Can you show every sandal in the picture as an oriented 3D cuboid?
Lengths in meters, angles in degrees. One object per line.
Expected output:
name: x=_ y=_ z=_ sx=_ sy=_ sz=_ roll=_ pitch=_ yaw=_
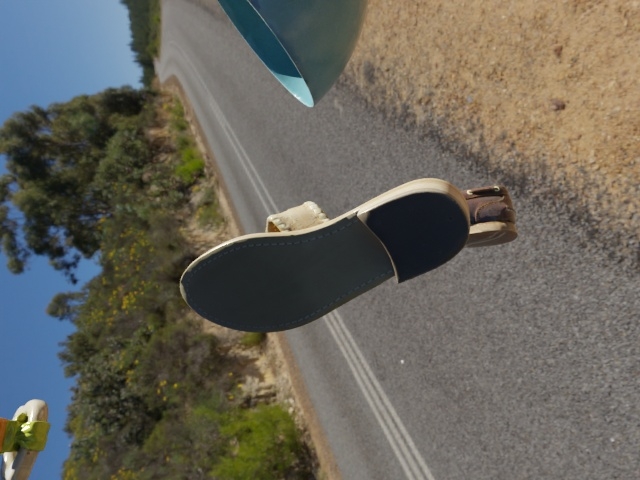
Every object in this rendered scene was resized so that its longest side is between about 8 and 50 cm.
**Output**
sandal: x=0.003 y=0.006 z=0.398 sx=0.088 sy=0.239 sz=0.079 roll=62 pitch=-154 yaw=-18

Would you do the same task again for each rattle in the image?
rattle: x=-0.518 y=0.306 z=0.777 sx=0.199 sy=0.142 sz=0.130 roll=7 pitch=91 yaw=52

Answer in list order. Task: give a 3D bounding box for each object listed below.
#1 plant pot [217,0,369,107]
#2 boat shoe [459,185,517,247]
plant pot: x=-0.032 y=-0.402 z=0.825 sx=0.290 sy=0.195 sz=0.290 roll=50 pitch=180 yaw=-1
boat shoe: x=0.138 y=-0.025 z=0.623 sx=0.073 sy=0.206 sz=0.073 roll=66 pitch=-160 yaw=-68
